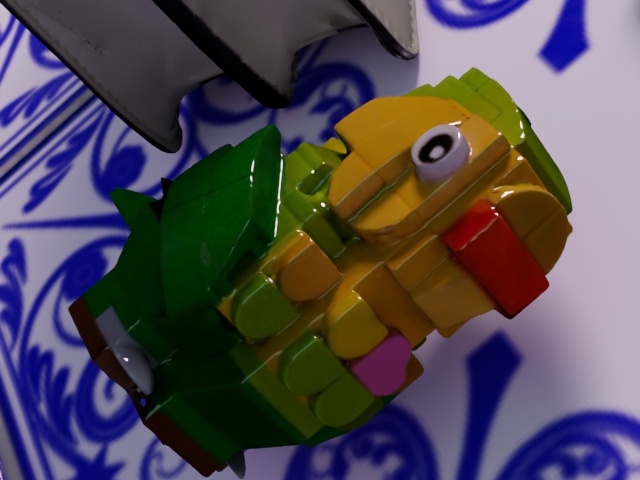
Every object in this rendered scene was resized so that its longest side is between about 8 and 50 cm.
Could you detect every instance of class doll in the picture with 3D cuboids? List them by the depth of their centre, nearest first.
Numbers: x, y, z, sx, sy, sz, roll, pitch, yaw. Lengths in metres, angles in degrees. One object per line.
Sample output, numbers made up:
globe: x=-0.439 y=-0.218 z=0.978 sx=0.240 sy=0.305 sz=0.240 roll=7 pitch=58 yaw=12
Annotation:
doll: x=0.000 y=0.006 z=0.491 sx=0.186 sy=0.106 sz=0.134 roll=-23 pitch=38 yaw=23

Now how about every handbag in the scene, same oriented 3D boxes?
handbag: x=-0.063 y=-0.256 z=0.626 sx=0.160 sy=0.237 sz=0.358 roll=-19 pitch=51 yaw=28
